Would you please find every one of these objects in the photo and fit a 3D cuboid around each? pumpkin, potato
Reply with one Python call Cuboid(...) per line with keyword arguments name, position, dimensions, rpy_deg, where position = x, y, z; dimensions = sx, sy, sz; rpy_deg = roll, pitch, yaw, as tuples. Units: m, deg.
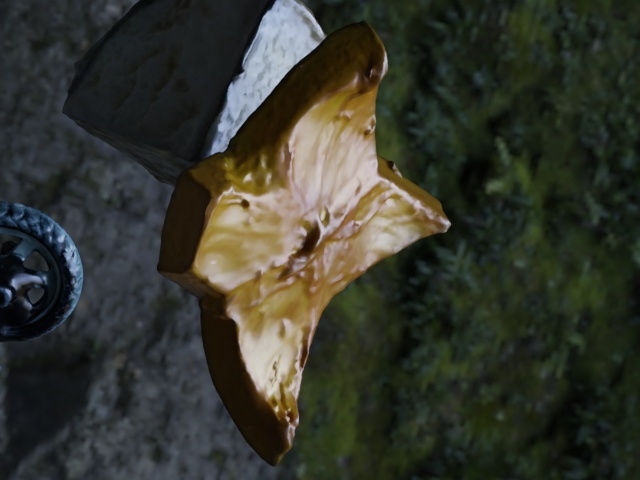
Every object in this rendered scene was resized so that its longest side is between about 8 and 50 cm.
Cuboid(name="pumpkin", position=(-0.019, 0.000, 1.268), dimensions=(0.290, 0.095, 0.258), rpy_deg=(-50, 138, -17))
Cuboid(name="potato", position=(-0.080, -0.129, 1.531), dimensions=(0.264, 0.211, 0.189), rpy_deg=(40, 75, -45))

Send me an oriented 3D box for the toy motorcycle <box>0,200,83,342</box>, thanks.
Cuboid(name="toy motorcycle", position=(-0.269, 0.076, 0.850), dimensions=(0.315, 0.169, 0.113), rpy_deg=(-49, -162, 23))
